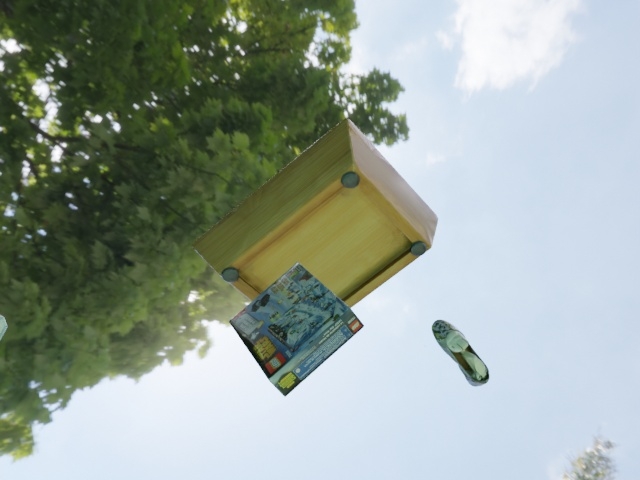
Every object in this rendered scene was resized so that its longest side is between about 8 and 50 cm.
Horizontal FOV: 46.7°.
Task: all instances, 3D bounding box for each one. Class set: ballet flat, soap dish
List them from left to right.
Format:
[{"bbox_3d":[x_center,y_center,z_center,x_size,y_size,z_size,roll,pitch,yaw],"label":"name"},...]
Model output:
[{"bbox_3d":[0.000,0.000,1.064,0.291,0.118,0.229,-38,-58,14],"label":"soap dish"},{"bbox_3d":[0.202,0.157,1.045,0.041,0.041,0.114,-37,-86,2],"label":"ballet flat"}]

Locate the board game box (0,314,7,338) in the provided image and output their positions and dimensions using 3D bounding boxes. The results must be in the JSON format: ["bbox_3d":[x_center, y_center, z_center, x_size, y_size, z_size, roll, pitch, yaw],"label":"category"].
[{"bbox_3d":[-0.745,0.222,1.112,0.050,0.390,0.390,28,-91,50],"label":"board game box"}]

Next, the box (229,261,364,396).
[{"bbox_3d":[-0.027,0.078,0.694,0.094,0.137,0.027,-40,-64,-6],"label":"box"}]
